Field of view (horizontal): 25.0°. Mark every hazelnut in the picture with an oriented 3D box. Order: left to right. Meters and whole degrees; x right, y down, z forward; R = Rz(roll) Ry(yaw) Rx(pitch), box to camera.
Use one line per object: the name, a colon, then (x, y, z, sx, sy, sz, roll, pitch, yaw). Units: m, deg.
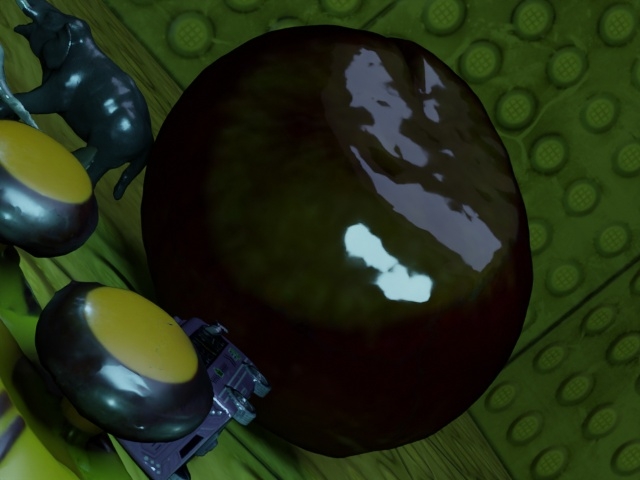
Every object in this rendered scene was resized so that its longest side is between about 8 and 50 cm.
hazelnut: (0.000, 0.000, 1.415, 0.429, 0.402, 0.402, 67, 10, 19)

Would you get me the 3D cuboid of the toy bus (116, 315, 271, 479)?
toy bus: (-0.103, 0.115, 1.101, 0.098, 0.087, 0.178, 44, 6, 0)

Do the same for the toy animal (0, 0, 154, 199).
toy animal: (-0.266, -0.160, 1.451, 0.269, 0.137, 0.082, 59, 7, -1)

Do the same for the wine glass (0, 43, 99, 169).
wine glass: (-0.320, -0.163, 1.371, 0.262, 0.074, 0.074, 50, 4, 5)

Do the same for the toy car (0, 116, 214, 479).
toy car: (-0.157, 0.064, 0.462, 0.142, 0.200, 0.248, 10, 33, -48)
